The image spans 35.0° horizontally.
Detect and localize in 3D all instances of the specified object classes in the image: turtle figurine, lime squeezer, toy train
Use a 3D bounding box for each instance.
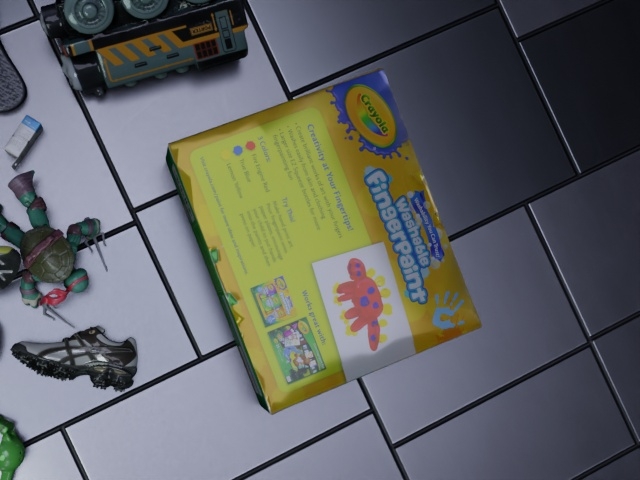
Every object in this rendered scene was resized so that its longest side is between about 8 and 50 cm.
[{"bbox_3d":[-0.423,0.014,1.595,0.175,0.118,0.234,-41,88,-11],"label":"turtle figurine"},{"bbox_3d":[-0.527,0.309,1.588,0.110,0.059,0.310,-26,91,21],"label":"lime squeezer"},{"bbox_3d":[-0.270,-0.349,1.626,0.333,0.142,0.190,-18,118,-9],"label":"toy train"}]

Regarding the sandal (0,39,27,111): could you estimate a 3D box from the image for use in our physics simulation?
[{"bbox_3d":[-0.553,-0.327,1.632,0.097,0.054,0.255,-19,99,-4],"label":"sandal"}]

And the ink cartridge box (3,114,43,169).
[{"bbox_3d":[-0.480,-0.156,1.626,0.028,0.048,0.083,33,80,-6],"label":"ink cartridge box"}]

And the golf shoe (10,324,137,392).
[{"bbox_3d":[-0.387,0.176,1.614,0.198,0.077,0.094,15,66,-11],"label":"golf shoe"}]

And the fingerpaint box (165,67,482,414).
[{"bbox_3d":[0.000,0.000,1.645,0.371,0.163,0.445,-22,90,-10],"label":"fingerpaint box"}]

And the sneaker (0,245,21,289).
[{"bbox_3d":[-0.553,0.036,1.554,0.208,0.081,0.094,-16,50,13],"label":"sneaker"}]
